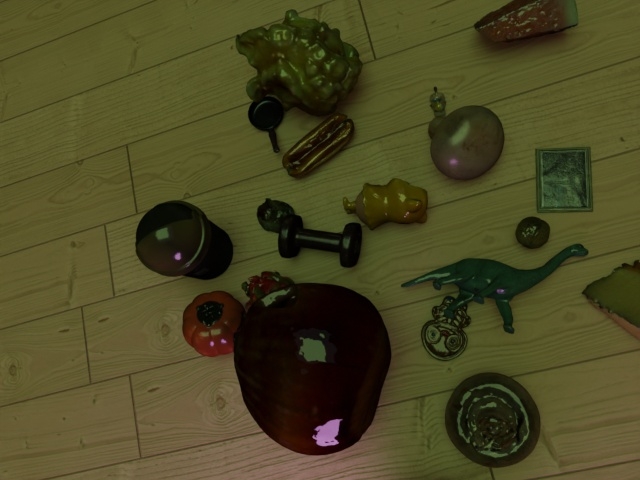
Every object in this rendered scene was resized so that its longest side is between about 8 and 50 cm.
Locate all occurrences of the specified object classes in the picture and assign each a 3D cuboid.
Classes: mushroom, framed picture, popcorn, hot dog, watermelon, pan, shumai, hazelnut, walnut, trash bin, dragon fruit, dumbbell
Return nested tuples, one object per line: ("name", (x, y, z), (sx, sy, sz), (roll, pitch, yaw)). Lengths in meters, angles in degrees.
("mushroom", (0.387, -0.260, 1.573), (0.207, 0.209, 0.206), (1, 87, -25))
("framed picture", (0.657, -0.165, 1.555), (0.142, 0.011, 0.183), (0, 79, 15))
("popcorn", (-0.050, -0.517, 1.674), (0.336, 0.279, 0.274), (30, 128, 17))
("mushroom", (0.418, 0.439, 1.411), (0.227, 0.178, 0.226), (-4, 79, 24))
("hot dog", (-0.004, -0.282, 1.724), (0.250, 0.068, 0.100), (-37, 85, 7))
("watermelon", (0.554, -0.613, 1.608), (0.257, 0.193, 0.139), (-19, 106, 7))
("pan", (-0.155, -0.356, 1.791), (0.115, 0.040, 0.212), (-22, 67, 9))
("shumai", (-0.140, -0.079, 1.709), (0.124, 0.087, 0.098), (10, 80, 15))
("hazelnut", (-0.006, 0.304, 1.446), (0.403, 0.402, 0.428), (7, 119, 16))
("walnut", (0.559, -0.021, 1.516), (0.092, 0.092, 0.092), (-3, 78, 14))
("trash bin", (-0.388, 0.002, 1.629), (0.214, 0.334, 0.214), (-3, 80, 15))
("dragon fruit", (-0.138, 0.171, 1.635), (0.172, 0.160, 0.166), (56, 132, 32))
("dumbbell", (0.000, 0.000, 1.629), (0.226, 0.140, 0.123), (9, 97, 17))

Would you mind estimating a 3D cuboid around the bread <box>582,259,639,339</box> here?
("bread", (0.907, 0.138, 1.326), (0.346, 0.242, 0.405), (-44, 75, 0))

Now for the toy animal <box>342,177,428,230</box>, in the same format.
("toy animal", (0.180, -0.097, 1.597), (0.230, 0.156, 0.155), (0, 79, 16))

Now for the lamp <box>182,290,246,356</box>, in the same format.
("lamp", (-0.300, 0.242, 1.650), (0.188, 0.163, 0.187), (-1, 58, 2))

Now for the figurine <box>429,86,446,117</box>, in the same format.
("figurine", (0.339, -0.399, 1.667), (0.047, 0.051, 0.083), (-16, 75, 17))

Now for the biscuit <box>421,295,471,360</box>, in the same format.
("biscuit", (0.340, 0.236, 1.551), (0.124, 0.026, 0.174), (16, 84, 17))

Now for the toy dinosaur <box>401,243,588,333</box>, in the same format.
("toy dinosaur", (0.461, 0.072, 1.537), (0.384, 0.129, 0.331), (19, 51, 39))
